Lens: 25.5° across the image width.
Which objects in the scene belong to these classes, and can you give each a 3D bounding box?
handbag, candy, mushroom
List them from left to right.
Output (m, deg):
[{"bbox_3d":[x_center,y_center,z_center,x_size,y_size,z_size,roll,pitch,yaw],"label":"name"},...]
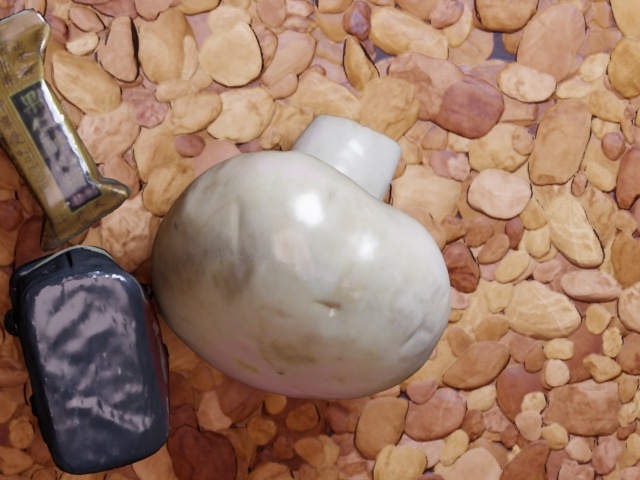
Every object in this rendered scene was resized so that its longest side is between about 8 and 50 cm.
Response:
[{"bbox_3d":[-0.332,-0.135,1.660,0.143,0.101,0.271,-29,98,-3],"label":"candy"},{"bbox_3d":[-0.269,0.133,1.668,0.181,0.181,0.255,-15,104,-13],"label":"handbag"},{"bbox_3d":[-0.012,0.021,1.645,0.353,0.325,0.353,0,88,12],"label":"mushroom"}]
